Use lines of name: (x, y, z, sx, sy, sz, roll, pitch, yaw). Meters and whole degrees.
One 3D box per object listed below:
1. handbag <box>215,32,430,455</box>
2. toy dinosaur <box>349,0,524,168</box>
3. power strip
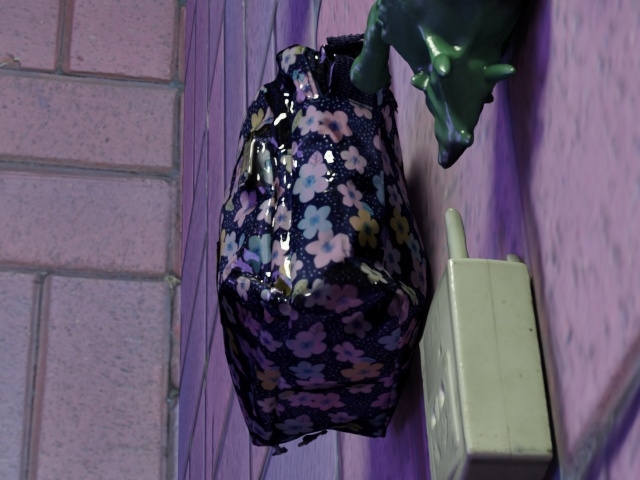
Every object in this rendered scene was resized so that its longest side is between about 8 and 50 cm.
handbag: (0.000, 0.000, 0.996, 0.228, 0.127, 0.207, 92, 176, -59)
toy dinosaur: (0.061, -0.168, 0.832, 0.120, 0.079, 0.292, 116, 154, -55)
power strip: (0.072, 0.054, 0.763, 0.075, 0.042, 0.175, 102, 168, -51)
